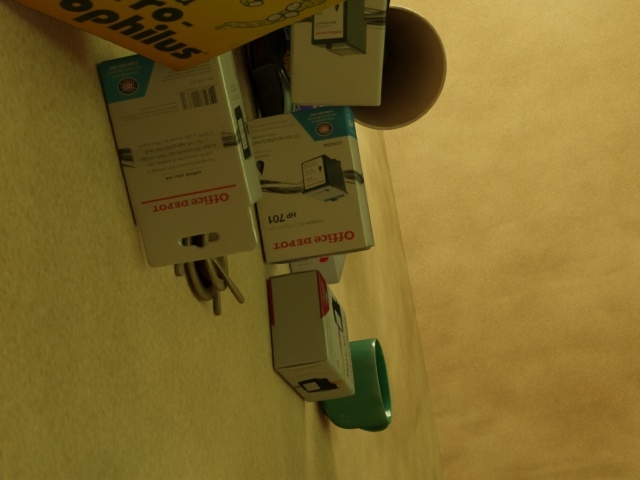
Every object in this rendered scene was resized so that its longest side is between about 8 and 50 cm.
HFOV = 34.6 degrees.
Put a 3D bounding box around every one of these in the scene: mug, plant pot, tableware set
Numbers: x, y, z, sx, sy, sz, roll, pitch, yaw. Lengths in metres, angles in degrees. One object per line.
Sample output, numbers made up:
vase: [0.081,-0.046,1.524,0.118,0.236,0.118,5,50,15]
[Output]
mug: [0.051,0.231,1.548,0.129,0.097,0.158,-49,129,-78]
plant pot: [0.116,-0.394,2.250,0.274,0.256,0.256,-120,-164,-71]
tableware set: [-0.112,-0.034,1.048,0.128,0.039,0.194,60,22,-64]

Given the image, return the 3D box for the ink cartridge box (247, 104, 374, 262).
ink cartridge box: [-0.014,-0.072,1.356,0.082,0.139,0.191,13,67,-81]

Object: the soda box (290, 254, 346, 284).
soda box: [0.000,0.000,1.581,0.216,0.069,0.074,-71,150,-70]

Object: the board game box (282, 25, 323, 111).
board game box: [-0.018,-0.187,1.637,0.347,0.078,0.233,28,52,-78]

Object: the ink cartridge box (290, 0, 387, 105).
ink cartridge box: [0.024,-0.342,1.305,0.211,0.121,0.289,-88,180,-56]

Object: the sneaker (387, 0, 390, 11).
sneaker: [0.048,-0.450,1.453,0.104,0.147,0.296,-88,178,-66]

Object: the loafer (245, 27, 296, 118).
loafer: [-0.078,-0.230,1.434,0.061,0.062,0.170,6,69,-57]

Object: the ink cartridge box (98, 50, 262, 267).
ink cartridge box: [-0.114,-0.076,0.885,0.060,0.104,0.180,-62,142,-76]

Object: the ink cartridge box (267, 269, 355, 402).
ink cartridge box: [-0.010,0.131,1.371,0.175,0.072,0.127,59,23,-64]

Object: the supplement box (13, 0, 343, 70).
supplement box: [-0.111,-0.340,0.751,0.194,0.195,0.356,15,63,-55]
